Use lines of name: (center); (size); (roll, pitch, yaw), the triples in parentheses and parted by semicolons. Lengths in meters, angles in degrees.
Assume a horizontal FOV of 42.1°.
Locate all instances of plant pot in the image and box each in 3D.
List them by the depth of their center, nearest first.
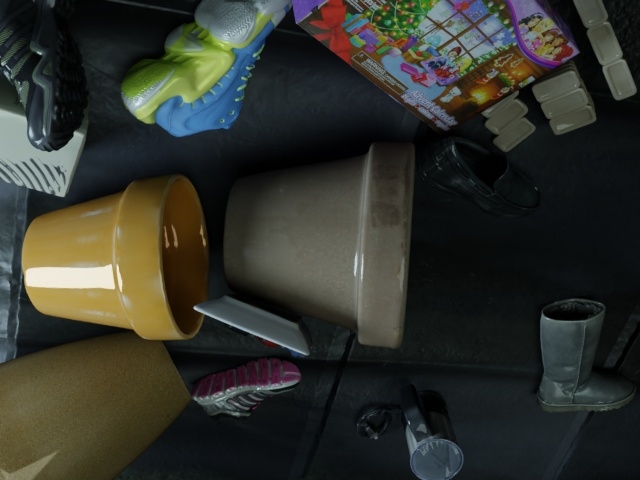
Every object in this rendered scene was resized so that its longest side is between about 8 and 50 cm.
plant pot: (-0.256, 0.025, 1.039); (0.188, 0.205, 0.205); (-3, 125, 8)
plant pot: (0.000, 0.000, 1.058); (0.229, 0.263, 0.263); (4, 123, 4)
plant pot: (-0.318, 0.232, 1.153); (0.254, 0.237, 0.237); (-28, 126, -13)

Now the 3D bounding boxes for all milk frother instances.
milk frother: (0.141, 0.322, 1.348); (0.129, 0.135, 0.143); (42, 105, -17)

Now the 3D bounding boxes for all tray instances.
tray: (-0.074, 0.099, 1.080); (0.145, 0.270, 0.030); (21, 87, 1)

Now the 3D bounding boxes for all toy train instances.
toy train: (-0.076, 0.140, 1.239); (0.158, 0.036, 0.027); (24, 115, -26)

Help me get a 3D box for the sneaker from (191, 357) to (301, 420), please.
sneaker: (-0.109, 0.235, 1.281); (0.170, 0.063, 0.075); (-15, 125, 3)

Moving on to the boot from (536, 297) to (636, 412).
boot: (0.447, 0.187, 1.380); (0.189, 0.076, 0.208); (-8, 117, -10)

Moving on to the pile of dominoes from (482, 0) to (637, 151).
pile of dominoes: (0.273, -0.242, 1.062); (0.196, 0.040, 0.251); (-20, 126, 25)

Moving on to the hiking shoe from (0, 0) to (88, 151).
hiking shoe: (-0.320, -0.199, 0.889); (0.114, 0.227, 0.086); (-8, 170, 5)

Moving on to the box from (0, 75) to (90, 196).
box: (-0.406, -0.147, 0.930); (0.275, 0.113, 0.094); (16, 119, -20)

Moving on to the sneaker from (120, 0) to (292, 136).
sneaker: (-0.115, -0.211, 0.984); (0.240, 0.091, 0.126); (-33, 142, 9)

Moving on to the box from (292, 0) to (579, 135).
box: (0.136, -0.246, 0.942); (0.201, 0.057, 0.293); (-31, 143, 29)

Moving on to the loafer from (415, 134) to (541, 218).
loafer: (0.227, -0.084, 1.117); (0.223, 0.076, 0.078); (18, 150, -34)
